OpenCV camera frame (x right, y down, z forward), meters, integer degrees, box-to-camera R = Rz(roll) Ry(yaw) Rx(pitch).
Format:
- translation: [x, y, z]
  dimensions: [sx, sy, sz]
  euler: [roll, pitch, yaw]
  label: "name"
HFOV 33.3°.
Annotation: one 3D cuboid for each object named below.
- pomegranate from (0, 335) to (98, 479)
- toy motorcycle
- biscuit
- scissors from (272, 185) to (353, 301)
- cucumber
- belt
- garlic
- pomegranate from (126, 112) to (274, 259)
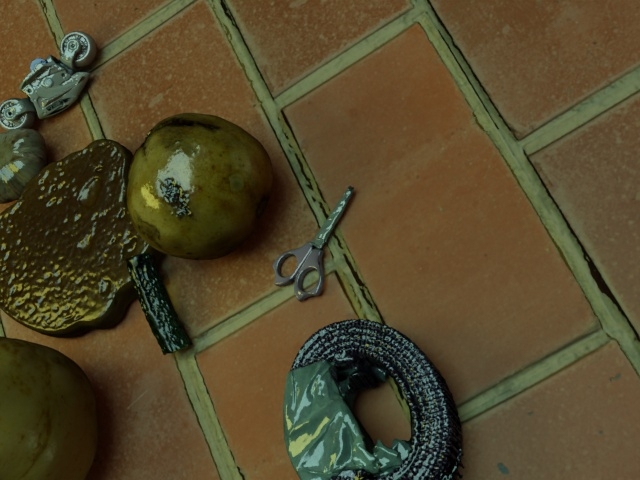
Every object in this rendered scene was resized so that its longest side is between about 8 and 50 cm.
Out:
- translation: [-0.543, 0.325, 1.771]
  dimensions: [0.342, 0.342, 0.342]
  euler: [-8, 69, 21]
  label: "pomegranate"
- translation: [-0.535, -0.305, 2.127]
  dimensions: [0.254, 0.112, 0.112]
  euler: [-48, 61, 1]
  label: "toy motorcycle"
- translation: [-0.451, -0.006, 1.984]
  dimensions: [0.359, 0.074, 0.381]
  euler: [27, 84, 23]
  label: "biscuit"
- translation: [0.000, 0.000, 1.816]
  dimensions: [0.110, 0.021, 0.212]
  euler: [31, 86, 32]
  label: "scissors"
- translation: [-0.285, 0.108, 1.855]
  dimensions: [0.058, 0.058, 0.187]
  euler: [-26, 83, 14]
  label: "cucumber"
- translation: [0.074, 0.275, 1.632]
  dimensions: [0.260, 0.122, 0.325]
  euler: [-28, 62, 8]
  label: "belt"
- translation: [-0.599, -0.143, 2.086]
  dimensions: [0.147, 0.102, 0.159]
  euler: [19, 75, 26]
  label: "garlic"
- translation: [-0.212, -0.090, 1.825]
  dimensions: [0.260, 0.260, 0.260]
  euler: [-8, 69, 21]
  label: "pomegranate"
